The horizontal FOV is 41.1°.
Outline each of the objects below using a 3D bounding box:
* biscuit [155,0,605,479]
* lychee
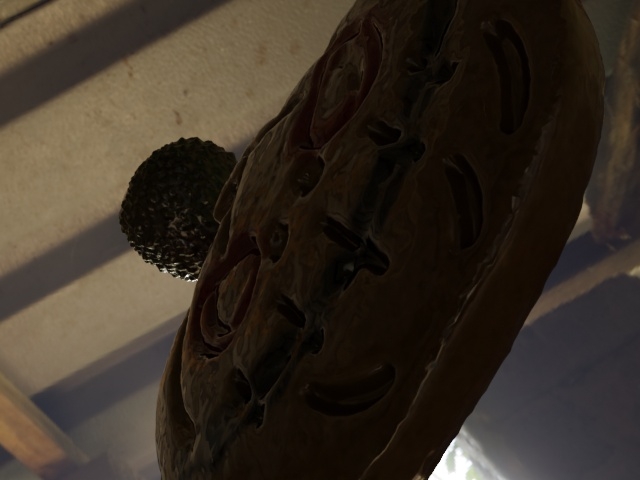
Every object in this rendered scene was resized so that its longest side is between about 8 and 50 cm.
[{"bbox_3d":[-0.001,-0.001,0.489,0.063,0.314,0.367,23,-80,-30],"label":"biscuit"},{"bbox_3d":[-0.132,-0.030,0.936,0.171,0.171,0.171,-16,-50,-20],"label":"lychee"}]
